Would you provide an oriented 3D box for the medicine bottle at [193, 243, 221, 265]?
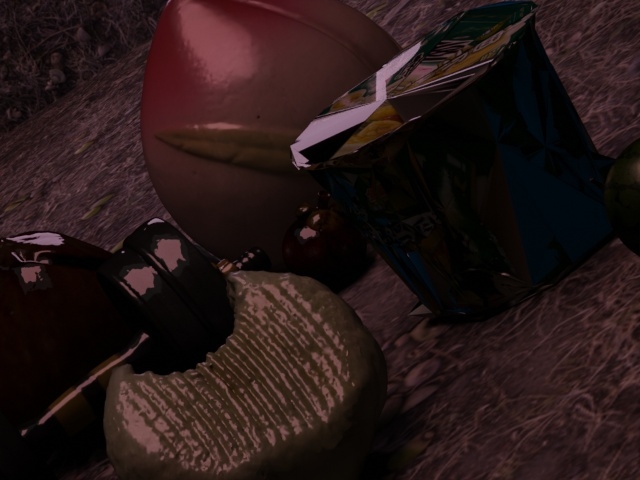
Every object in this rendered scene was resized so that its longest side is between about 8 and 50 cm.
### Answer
[{"bbox_3d":[-0.143,0.034,1.937,0.208,0.090,0.054,-154,77,-72],"label":"medicine bottle"}]

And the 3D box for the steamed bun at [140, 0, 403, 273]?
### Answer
[{"bbox_3d":[-0.057,-0.138,1.880,0.309,0.309,0.309,-33,16,11],"label":"steamed bun"}]

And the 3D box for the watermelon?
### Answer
[{"bbox_3d":[0.247,-0.030,1.300,0.109,0.109,0.109,-33,16,11],"label":"watermelon"}]

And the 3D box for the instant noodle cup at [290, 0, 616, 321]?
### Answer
[{"bbox_3d":[0.118,-0.058,1.487,0.240,0.178,0.240,-33,16,11],"label":"instant noodle cup"}]

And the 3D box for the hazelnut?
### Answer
[{"bbox_3d":[-0.269,0.097,1.787,0.234,0.218,0.218,-2,36,50],"label":"hazelnut"}]

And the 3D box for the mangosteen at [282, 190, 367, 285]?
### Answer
[{"bbox_3d":[0.001,0.003,1.733,0.081,0.081,0.081,-33,16,11],"label":"mangosteen"}]

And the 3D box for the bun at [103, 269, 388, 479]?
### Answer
[{"bbox_3d":[-0.052,0.127,1.367,0.212,0.126,0.204,-16,51,-1],"label":"bun"}]

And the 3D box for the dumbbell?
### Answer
[{"bbox_3d":[-0.195,0.134,1.587,0.388,0.185,0.185,-39,16,-11],"label":"dumbbell"}]
